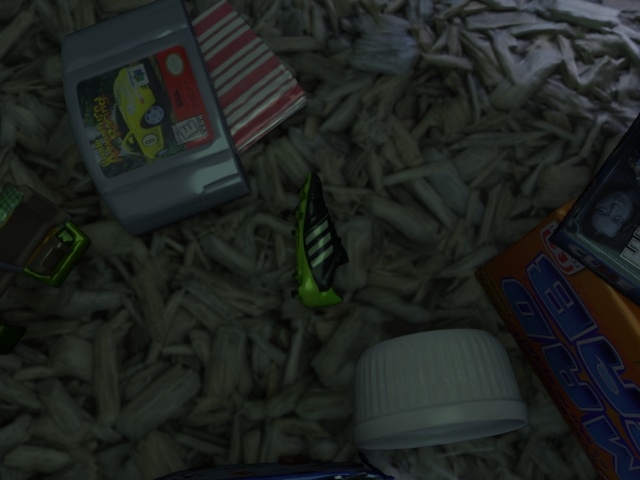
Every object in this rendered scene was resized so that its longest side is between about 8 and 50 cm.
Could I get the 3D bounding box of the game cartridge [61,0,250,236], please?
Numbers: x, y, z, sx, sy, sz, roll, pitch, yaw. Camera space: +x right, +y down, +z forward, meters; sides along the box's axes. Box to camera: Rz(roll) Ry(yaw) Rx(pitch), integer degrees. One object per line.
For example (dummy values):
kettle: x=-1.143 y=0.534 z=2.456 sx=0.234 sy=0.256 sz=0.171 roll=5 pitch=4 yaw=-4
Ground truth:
game cartridge: x=-0.231 y=-0.165 z=1.072 sx=0.196 sy=0.060 sz=0.294 roll=-21 pitch=82 yaw=6

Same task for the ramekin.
ramekin: x=0.136 y=0.179 z=0.957 sx=0.207 sy=0.207 sz=0.109 roll=-5 pitch=70 yaw=-4

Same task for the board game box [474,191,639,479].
board game box: x=0.452 y=0.071 z=0.910 sx=0.356 sy=0.356 sz=0.356 roll=-30 pitch=81 yaw=-8

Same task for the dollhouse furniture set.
dollhouse furniture set: x=-0.405 y=0.009 z=0.913 sx=0.151 sy=0.301 sz=0.198 roll=34 pitch=81 yaw=2

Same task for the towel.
towel: x=-0.130 y=-0.225 z=1.117 sx=0.144 sy=0.029 sz=0.197 roll=-39 pitch=82 yaw=-7

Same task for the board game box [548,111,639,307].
board game box: x=0.353 y=0.006 z=0.716 sx=0.243 sy=0.042 sz=0.165 roll=37 pitch=80 yaw=6

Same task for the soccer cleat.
soccer cleat: x=0.000 y=0.000 z=1.063 sx=0.072 sy=0.060 sz=0.179 roll=2 pitch=84 yaw=-12

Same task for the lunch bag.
lunch bag: x=-0.054 y=0.309 z=0.897 sx=0.303 sy=0.243 sz=0.115 roll=-4 pitch=79 yaw=-3
